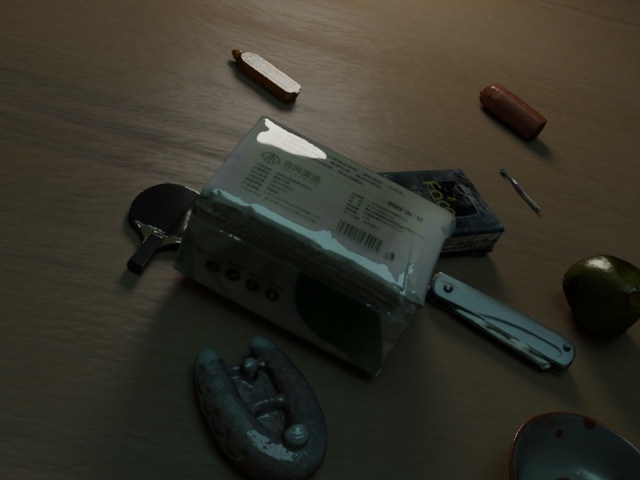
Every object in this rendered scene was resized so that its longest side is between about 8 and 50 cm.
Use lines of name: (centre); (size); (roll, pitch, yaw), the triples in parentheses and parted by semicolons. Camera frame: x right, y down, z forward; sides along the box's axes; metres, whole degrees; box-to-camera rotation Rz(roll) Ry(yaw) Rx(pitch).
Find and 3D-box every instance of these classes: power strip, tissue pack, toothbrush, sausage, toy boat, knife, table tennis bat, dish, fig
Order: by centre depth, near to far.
toy boat: (-0.072, 0.214, 1.147); (0.155, 0.085, 0.227); (-6, 48, -32)
dish: (0.356, 0.365, 1.194); (0.260, 0.085, 0.260); (15, 42, -14)
tissue pack: (-0.001, 0.001, 1.331); (0.356, 0.194, 0.266); (28, 39, 2)
table tennis bat: (-0.245, -0.022, 1.373); (0.130, 0.019, 0.220); (24, 38, 1)
knife: (0.295, 0.137, 1.446); (0.265, 0.040, 0.073); (31, 51, 8)
fig: (0.507, 0.098, 1.515); (0.144, 0.154, 0.165); (-29, 13, -2)
tissue pack: (0.191, -0.049, 1.573); (0.235, 0.073, 0.173); (-4, 49, -29)
power strip: (-0.114, -0.338, 1.774); (0.178, 0.028, 0.049); (38, 42, 16)
toothbrush: (0.408, -0.105, 1.788); (0.013, 0.011, 0.131); (1, 43, -44)
sausage: (0.426, -0.297, 1.969); (0.169, 0.065, 0.065); (41, 43, 17)
